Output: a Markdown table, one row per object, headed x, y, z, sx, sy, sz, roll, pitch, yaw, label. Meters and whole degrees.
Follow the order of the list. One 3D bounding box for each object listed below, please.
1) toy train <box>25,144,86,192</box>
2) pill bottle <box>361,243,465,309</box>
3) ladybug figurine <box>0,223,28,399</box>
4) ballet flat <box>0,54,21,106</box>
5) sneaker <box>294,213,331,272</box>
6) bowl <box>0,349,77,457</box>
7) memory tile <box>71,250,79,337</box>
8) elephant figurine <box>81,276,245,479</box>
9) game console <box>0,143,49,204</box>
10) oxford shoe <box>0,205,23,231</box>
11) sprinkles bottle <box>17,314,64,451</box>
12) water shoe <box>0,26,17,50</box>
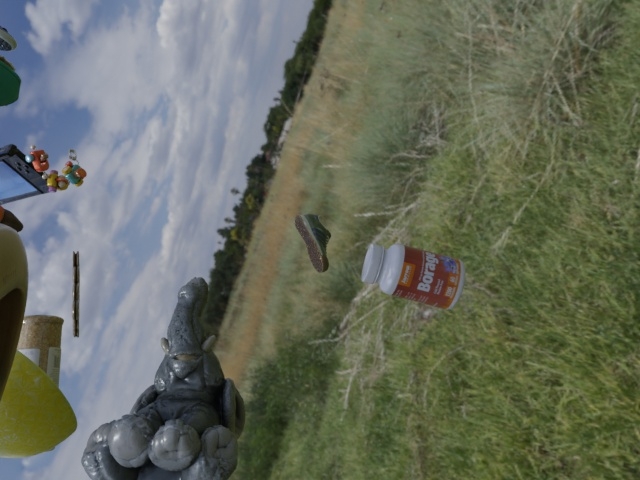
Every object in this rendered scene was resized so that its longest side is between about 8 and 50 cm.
| x | y | z | sx | sy | sz | roll | pitch | yaw | label |
| --- | --- | --- | --- | --- | --- | --- | --- | --- | --- |
| -0.665 | -0.191 | 1.389 | 0.166 | 0.046 | 0.125 | -33 | -70 | -68 | toy train |
| 0.210 | 0.077 | 1.240 | 0.121 | 0.216 | 0.121 | -166 | 90 | -87 | pill bottle |
| -0.536 | 0.173 | 0.732 | 0.305 | 0.162 | 0.449 | -112 | 41 | -72 | ladybug figurine |
| -0.797 | -0.368 | 1.071 | 0.409 | 0.147 | 0.147 | -11 | -61 | -72 | ballet flat |
| 0.000 | 0.000 | 1.566 | 0.192 | 0.086 | 0.064 | 64 | 145 | 23 | sneaker |
| -0.667 | 0.354 | 1.106 | 0.156 | 0.290 | 0.289 | -50 | -13 | -47 | bowl |
| -0.478 | 0.105 | 1.056 | 0.113 | 0.012 | 0.148 | 120 | 143 | -50 | memory tile |
| -0.157 | 0.197 | 0.649 | 0.186 | 0.169 | 0.239 | -49 | 16 | 20 | elephant figurine |
| -0.935 | -0.146 | 1.478 | 0.250 | 0.293 | 0.173 | 54 | -144 | -44 | game console |
| -0.883 | -0.032 | 1.388 | 0.098 | 0.271 | 0.096 | 44 | -130 | -54 | oxford shoe |
| -0.768 | 0.384 | 1.457 | 0.121 | 0.121 | 0.355 | 124 | 144 | -70 | sprinkles bottle |
| -0.788 | -0.517 | 1.262 | 0.080 | 0.203 | 0.073 | -61 | -4 | -24 | water shoe |
